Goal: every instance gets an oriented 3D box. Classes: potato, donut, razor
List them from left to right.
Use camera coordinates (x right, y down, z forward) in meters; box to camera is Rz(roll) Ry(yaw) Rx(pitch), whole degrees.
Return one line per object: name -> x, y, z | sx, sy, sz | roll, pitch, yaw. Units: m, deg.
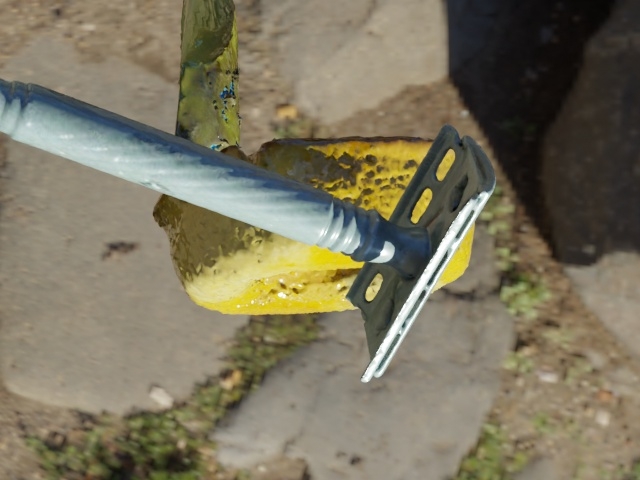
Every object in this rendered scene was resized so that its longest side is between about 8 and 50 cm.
razor -> -0.051, -0.025, 0.716 | 0.232, 0.068, 0.106 | 19, 118, -18
potato -> -0.083, -0.107, 1.250 | 0.054, 0.119, 0.197 | 4, 53, -5
donut -> 0.000, 0.000, 0.920 | 0.178, 0.162, 0.065 | -8, 70, 3
